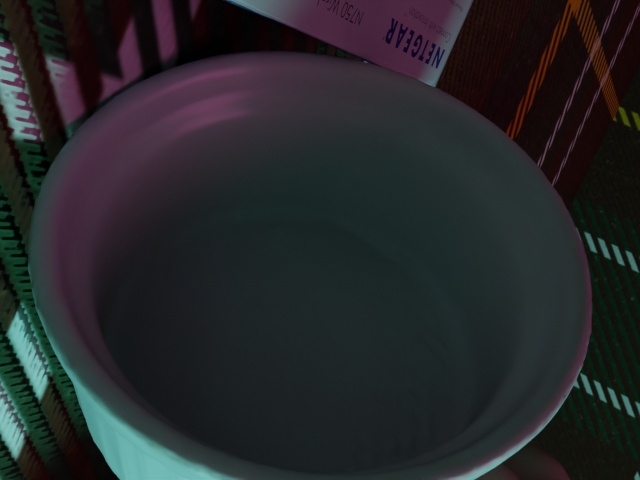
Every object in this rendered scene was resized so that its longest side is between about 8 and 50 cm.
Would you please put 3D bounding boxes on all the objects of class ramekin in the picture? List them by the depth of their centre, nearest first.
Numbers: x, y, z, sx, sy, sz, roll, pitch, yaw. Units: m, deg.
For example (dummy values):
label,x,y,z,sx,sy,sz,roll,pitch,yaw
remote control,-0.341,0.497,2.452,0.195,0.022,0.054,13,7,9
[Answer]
label,x,y,z,sx,sy,sz,roll,pitch,yaw
ramekin,-0.009,0.035,0.462,0.277,0.277,0.135,-47,162,-36

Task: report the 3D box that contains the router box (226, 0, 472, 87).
label,x,y,z,sx,sy,sz,roll,pitch,yaw
router box,0.046,-0.261,0.483,0.335,0.082,0.301,-8,122,-66

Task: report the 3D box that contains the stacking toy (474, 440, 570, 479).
label,x,y,z,sx,sy,sz,roll,pitch,yaw
stacking toy,0.011,0.357,0.896,0.480,0.350,0.350,-54,161,10
